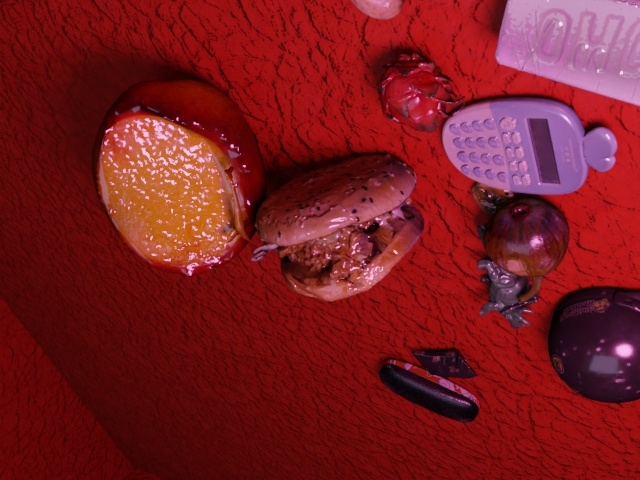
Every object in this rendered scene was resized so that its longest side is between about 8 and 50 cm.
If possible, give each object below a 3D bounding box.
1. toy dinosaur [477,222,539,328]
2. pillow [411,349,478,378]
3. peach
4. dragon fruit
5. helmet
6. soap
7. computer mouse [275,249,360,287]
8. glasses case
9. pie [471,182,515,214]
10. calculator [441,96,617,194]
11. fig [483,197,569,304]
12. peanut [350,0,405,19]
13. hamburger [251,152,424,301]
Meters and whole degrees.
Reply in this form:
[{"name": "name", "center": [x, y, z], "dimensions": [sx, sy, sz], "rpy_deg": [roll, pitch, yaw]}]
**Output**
[{"name": "toy dinosaur", "center": [0.346, 0.070, 1.490], "dimensions": [0.120, 0.079, 0.292], "rpy_deg": [-13, 124, 40]}, {"name": "pillow", "center": [0.299, 0.296, 1.808], "dimensions": [0.150, 0.048, 0.090], "rpy_deg": [-7, 119, 49]}, {"name": "peach", "center": [-0.284, -0.146, 1.545], "dimensions": [0.335, 0.310, 0.406], "rpy_deg": [-21, 115, 8]}, {"name": "dragon fruit", "center": [0.159, -0.245, 1.255], "dimensions": [0.121, 0.130, 0.142], "rpy_deg": [-41, 102, 20]}, {"name": "helmet", "center": [0.553, 0.215, 1.414], "dimensions": [0.230, 0.160, 0.279], "rpy_deg": [50, 143, -16]}, {"name": "soap", "center": [0.382, -0.285, 1.034], "dimensions": [0.261, 0.094, 0.150], "rpy_deg": [23, 143, 18]}, {"name": "computer mouse", "center": [0.004, -0.002, 1.663], "dimensions": [0.288, 0.097, 0.159], "rpy_deg": [35, 124, 15]}, {"name": "glasses case", "center": [0.275, 0.382, 1.908], "dimensions": [0.266, 0.067, 0.103], "rpy_deg": [22, 144, 16]}, {"name": "pie", "center": [0.318, -0.079, 1.385], "dimensions": [0.084, 0.021, 0.084], "rpy_deg": [22, 143, 18]}, {"name": "calculator", "center": [0.343, -0.157, 1.258], "dimensions": [0.302, 0.042, 0.188], "rpy_deg": [6, 134, 35]}, {"name": "fig", "center": [0.378, 0.038, 1.362], "dimensions": [0.149, 0.149, 0.245], "rpy_deg": [10, 137, 31]}, {"name": "peanut", "center": [0.070, -0.440, 1.121], "dimensions": [0.104, 0.085, 0.228], "rpy_deg": [0, 130, 29]}, {"name": "hamburger", "center": [0.028, -0.023, 1.432], "dimensions": [0.318, 0.277, 0.195], "rpy_deg": [-11, 111, 31]}]
